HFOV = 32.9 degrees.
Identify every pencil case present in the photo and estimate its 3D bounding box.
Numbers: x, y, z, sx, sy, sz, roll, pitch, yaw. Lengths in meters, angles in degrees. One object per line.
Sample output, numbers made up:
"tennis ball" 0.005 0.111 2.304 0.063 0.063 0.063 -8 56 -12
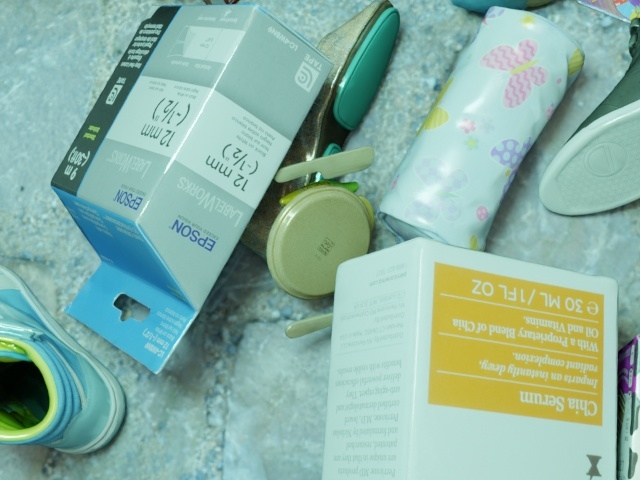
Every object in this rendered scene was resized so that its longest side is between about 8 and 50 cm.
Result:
"pencil case" 0.169 -0.106 1.130 0.124 0.113 0.273 29 84 -7

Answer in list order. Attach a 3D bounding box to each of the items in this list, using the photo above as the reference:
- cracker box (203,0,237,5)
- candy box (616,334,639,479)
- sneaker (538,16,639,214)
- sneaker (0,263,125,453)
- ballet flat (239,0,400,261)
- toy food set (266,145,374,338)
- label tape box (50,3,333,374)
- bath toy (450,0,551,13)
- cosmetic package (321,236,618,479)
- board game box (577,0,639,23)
"cracker box" -0.061 -0.369 1.192 0.232 0.156 0.067 -41 77 -1
"candy box" 0.314 0.214 1.022 0.071 0.159 0.233 4 79 10
"sneaker" 0.339 -0.153 1.131 0.105 0.146 0.296 34 117 -24
"sneaker" -0.356 0.097 1.115 0.319 0.208 0.127 33 87 13
"ballet flat" -0.015 -0.128 1.168 0.106 0.107 0.315 19 81 19
"toy food set" 0.000 0.000 1.115 0.132 0.038 0.192 -14 114 -27
"label tape box" -0.166 -0.068 1.103 0.249 0.115 0.347 20 78 56
"bath toy" 0.188 -0.430 1.185 0.152 0.129 0.348 -5 77 -28
"cosmetic package" 0.131 0.245 0.982 0.230 0.161 0.453 10 76 -26
"board game box" 0.357 -0.304 1.183 0.169 0.033 0.133 26 83 12
